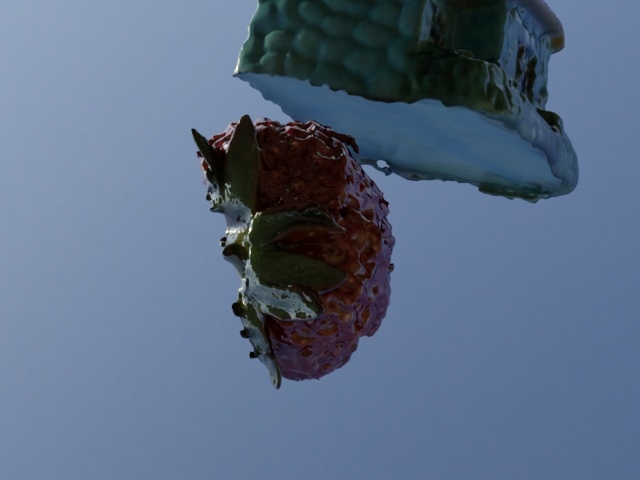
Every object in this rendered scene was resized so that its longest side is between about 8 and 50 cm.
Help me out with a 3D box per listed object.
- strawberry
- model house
[{"bbox_3d":[0.005,0.015,1.143,0.098,0.228,0.174,-17,-111,10],"label":"strawberry"},{"bbox_3d":[0.102,-0.181,1.429,0.226,0.261,0.241,9,-101,25],"label":"model house"}]
